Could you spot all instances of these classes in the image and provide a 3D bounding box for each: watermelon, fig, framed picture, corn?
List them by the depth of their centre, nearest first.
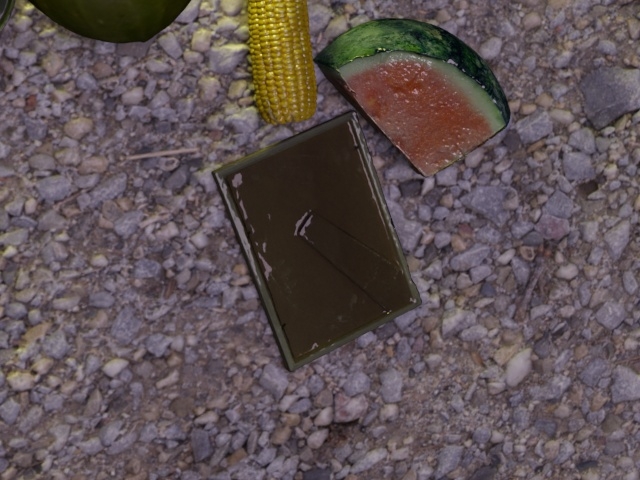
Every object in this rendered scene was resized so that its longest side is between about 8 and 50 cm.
[{"bbox_3d":[-0.279,-0.395,1.757,0.316,0.316,0.316,-4,100,-22],"label":"fig"},{"bbox_3d":[-0.059,-0.289,1.957,0.093,0.093,0.244,-11,102,-21],"label":"corn"},{"bbox_3d":[0.148,-0.212,2.037,0.318,0.148,0.226,9,102,-22],"label":"watermelon"},{"bbox_3d":[0.000,0.000,2.066,0.247,0.022,0.335,-26,107,-18],"label":"framed picture"}]

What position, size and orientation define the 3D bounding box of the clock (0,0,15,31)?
[{"bbox_3d":[-0.514,-0.347,1.780,0.226,0.049,0.226,-3,99,-22],"label":"clock"}]
